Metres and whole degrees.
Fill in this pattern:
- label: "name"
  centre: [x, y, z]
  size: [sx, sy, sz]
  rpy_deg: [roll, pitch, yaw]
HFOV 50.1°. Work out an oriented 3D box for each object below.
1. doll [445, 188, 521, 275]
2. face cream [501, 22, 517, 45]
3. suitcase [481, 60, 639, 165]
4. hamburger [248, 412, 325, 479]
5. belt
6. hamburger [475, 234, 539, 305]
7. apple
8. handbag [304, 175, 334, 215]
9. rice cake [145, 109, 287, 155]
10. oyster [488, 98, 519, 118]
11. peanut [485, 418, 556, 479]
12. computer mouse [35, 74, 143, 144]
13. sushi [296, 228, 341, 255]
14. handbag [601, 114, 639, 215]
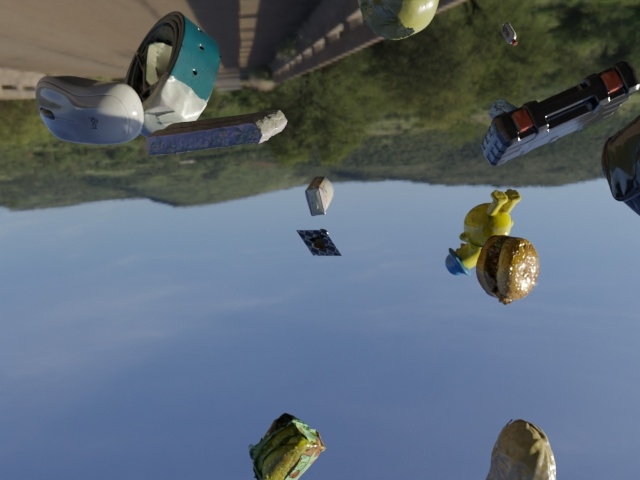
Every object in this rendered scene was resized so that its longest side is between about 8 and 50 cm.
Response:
- label: "doll"
  centre: [0.512, -0.012, 2.154]
  size: [0.200, 0.363, 0.145]
  rpy_deg: [-5, -129, -25]
- label: "face cream"
  centre: [0.576, -0.623, 2.081]
  size: [0.021, 0.040, 0.083]
  rpy_deg: [-3, -126, -17]
- label: "suitcase"
  centre: [0.471, -0.247, 1.371]
  size: [0.286, 0.066, 0.206]
  rpy_deg: [-23, 171, 3]
- label: "hamburger"
  centre: [-0.111, 0.612, 1.961]
  size: [0.125, 0.214, 0.235]
  rpy_deg: [37, 175, 38]
- label: "belt"
  centre: [-0.445, -0.479, 2.011]
  size: [0.300, 0.436, 0.173]
  rpy_deg: [-32, 137, 31]
- label: "hamburger"
  centre: [0.517, 0.082, 1.874]
  size: [0.182, 0.190, 0.118]
  rpy_deg: [15, 177, -35]
- label: "apple"
  centre: [0.252, -0.803, 2.253]
  size: [0.279, 0.279, 0.279]
  rpy_deg: [-4, -170, 1]
- label: "handbag"
  centre: [-0.008, -0.171, 2.590]
  size: [0.095, 0.117, 0.173]
  rpy_deg: [-5, -158, 15]
- label: "rice cake"
  centre: [-0.217, -0.223, 1.409]
  size: [0.298, 0.050, 0.106]
  rpy_deg: [-2, -156, 30]
- label: "oyster"
  centre: [0.442, -0.308, 1.647]
  size: [0.098, 0.037, 0.100]
  rpy_deg: [27, 178, 27]
- label: "peanut"
  centre: [0.428, 0.556, 1.518]
  size: [0.149, 0.313, 0.149]
  rpy_deg: [19, -179, 0]
- label: "computer mouse"
  centre: [-0.611, -0.330, 1.782]
  size: [0.297, 0.184, 0.121]
  rpy_deg: [7, -142, 4]
- label: "sushi"
  centre: [0.000, 0.000, 2.180]
  size: [0.120, 0.126, 0.026]
  rpy_deg: [0, -133, 38]
- label: "handbag"
  centre: [0.846, -0.184, 1.743]
  size: [0.275, 0.178, 0.302]
  rpy_deg: [38, 168, 4]
